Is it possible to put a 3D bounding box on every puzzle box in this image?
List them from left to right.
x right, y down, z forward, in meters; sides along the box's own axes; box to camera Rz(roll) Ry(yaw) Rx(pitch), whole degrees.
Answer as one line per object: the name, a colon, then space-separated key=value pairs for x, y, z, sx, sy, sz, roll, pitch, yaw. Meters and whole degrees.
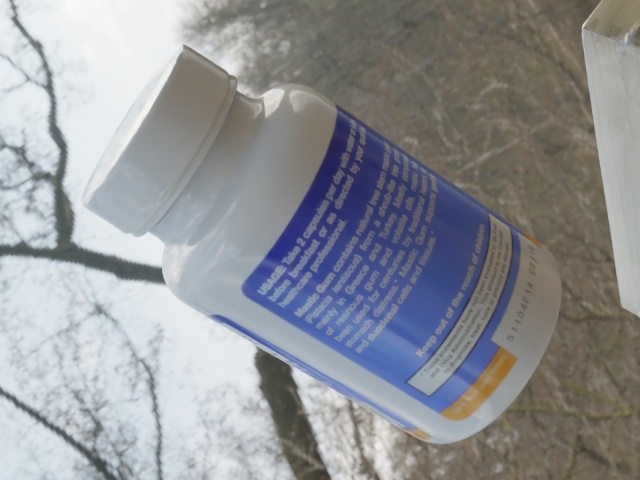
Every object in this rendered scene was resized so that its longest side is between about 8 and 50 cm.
puzzle box: x=0.308 y=-0.123 z=0.791 sx=0.052 sy=0.272 sz=0.409 roll=32 pitch=167 yaw=30

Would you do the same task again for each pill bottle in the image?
pill bottle: x=0.000 y=0.000 z=0.644 sx=0.272 sy=0.152 sz=0.152 roll=33 pitch=-156 yaw=-17
